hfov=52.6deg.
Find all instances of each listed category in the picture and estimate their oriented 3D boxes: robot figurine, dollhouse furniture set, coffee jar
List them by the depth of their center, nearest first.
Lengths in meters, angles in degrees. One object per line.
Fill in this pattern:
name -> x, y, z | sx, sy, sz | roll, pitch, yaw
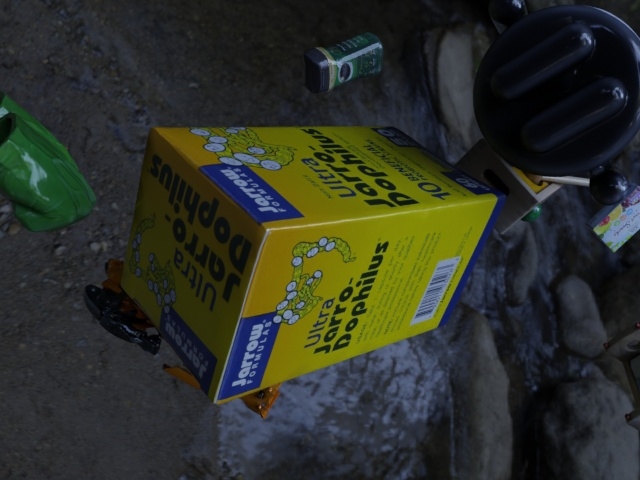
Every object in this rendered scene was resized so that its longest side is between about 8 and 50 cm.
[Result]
robot figurine -> 0.260, -0.155, 0.708 | 0.278, 0.173, 0.209 | -22, 121, -66
dollhouse furniture set -> 0.478, 0.157, 0.803 | 0.129, 0.183, 0.129 | 30, 36, -17
robot figurine -> -0.164, 0.107, 0.855 | 0.291, 0.085, 0.211 | 26, 30, 11
coffee jar -> 0.046, -0.395, 1.443 | 0.184, 0.079, 0.096 | -24, 139, -24

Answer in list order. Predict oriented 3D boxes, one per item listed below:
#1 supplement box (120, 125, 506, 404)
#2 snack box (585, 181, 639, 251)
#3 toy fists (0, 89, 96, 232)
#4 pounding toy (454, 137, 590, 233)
supplement box -> 0.000, 0.000, 0.708 | 0.356, 0.194, 0.195 | -10, 129, -43
snack box -> 0.713, -0.055, 1.532 | 0.100, 0.037, 0.141 | 38, 102, -27
toy fists -> -0.371, -0.092, 0.823 | 0.096, 0.279, 0.142 | -47, 127, -6
pounding toy -> 0.274, -0.083, 0.877 | 0.141, 0.100, 0.130 | 50, 39, 11
